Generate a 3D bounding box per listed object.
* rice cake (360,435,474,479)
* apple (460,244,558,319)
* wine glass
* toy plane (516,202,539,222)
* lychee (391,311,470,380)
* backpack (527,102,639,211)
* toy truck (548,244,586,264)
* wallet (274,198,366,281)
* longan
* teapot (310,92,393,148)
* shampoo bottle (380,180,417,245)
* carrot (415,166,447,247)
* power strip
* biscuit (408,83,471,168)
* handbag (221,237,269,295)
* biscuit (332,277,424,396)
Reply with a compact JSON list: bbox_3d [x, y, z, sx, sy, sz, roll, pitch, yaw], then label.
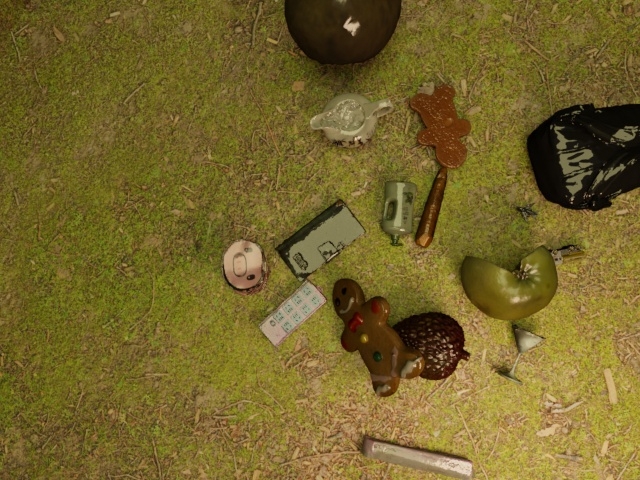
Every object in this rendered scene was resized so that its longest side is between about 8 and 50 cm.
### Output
[{"bbox_3d":[0.339,0.754,1.549,0.399,0.064,0.070,9,79,7],"label":"rice cake"},{"bbox_3d":[0.629,0.147,1.484,0.295,0.258,0.233,-8,84,5],"label":"apple"},{"bbox_3d":[0.680,0.391,1.534,0.122,0.122,0.182,22,93,8],"label":"wine glass"},{"bbox_3d":[0.744,-0.104,1.613,0.083,0.031,0.078,20,86,7],"label":"toy plane"},{"bbox_3d":[0.364,0.350,1.506,0.272,0.236,0.235,6,85,17],"label":"lychee"},{"bbox_3d":[0.964,-0.299,1.507,0.446,0.255,0.363,-17,89,1],"label":"backpack"},{"bbox_3d":[0.863,0.052,1.575,0.123,0.052,0.062,-13,89,3],"label":"toy truck"},{"bbox_3d":[0.000,0.000,1.673,0.317,0.044,0.169,-37,83,2],"label":"wallet"},{"bbox_3d":[0.075,-0.812,1.576,0.404,0.404,0.435,21,64,8],"label":"longan"},{"bbox_3d":[0.122,-0.456,1.658,0.300,0.166,0.208,-20,70,14],"label":"teapot"},{"bbox_3d":[0.282,-0.095,1.632,0.118,0.087,0.234,6,85,5],"label":"shampoo bottle"},{"bbox_3d":[0.415,-0.127,1.636,0.066,0.066,0.314,18,84,8],"label":"carrot"},{"bbox_3d":[-0.102,0.268,1.659,0.279,0.037,0.109,-43,82,0],"label":"power strip"},{"bbox_3d":[0.448,-0.413,1.662,0.206,0.049,0.323,-19,77,-2],"label":"biscuit"},{"bbox_3d":[-0.277,0.102,1.655,0.179,0.116,0.204,-6,82,4],"label":"handbag"},{"bbox_3d":[0.152,0.314,1.526,0.432,0.064,0.283,58,134,28],"label":"biscuit"}]
